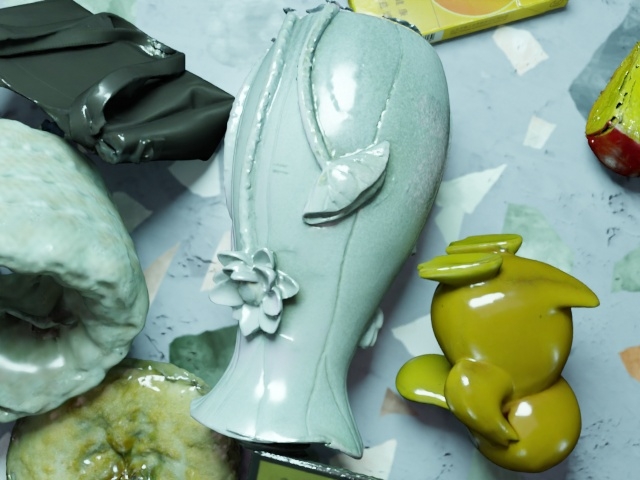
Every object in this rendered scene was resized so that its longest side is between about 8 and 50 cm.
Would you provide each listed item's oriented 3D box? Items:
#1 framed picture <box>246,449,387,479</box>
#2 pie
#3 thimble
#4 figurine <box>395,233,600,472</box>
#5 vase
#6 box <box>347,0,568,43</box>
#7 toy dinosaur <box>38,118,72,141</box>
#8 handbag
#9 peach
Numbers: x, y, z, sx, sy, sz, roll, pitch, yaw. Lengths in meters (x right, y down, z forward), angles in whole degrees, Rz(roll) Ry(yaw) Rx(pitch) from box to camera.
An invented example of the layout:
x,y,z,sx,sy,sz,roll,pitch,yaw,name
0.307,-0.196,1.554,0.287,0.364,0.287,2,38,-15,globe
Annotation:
x,y,z,sx,sy,sz,roll,pitch,yaw,name
0.027,0.361,0.660,0.244,0.013,0.324,13,113,4,framed picture
-0.222,0.258,0.749,0.274,0.055,0.274,0,80,2,pie
-0.334,0.040,0.668,0.291,0.291,0.195,-27,52,-4,thimble
0.189,0.117,0.696,0.215,0.215,0.228,12,111,3,figurine
0.000,0.000,0.705,0.250,0.250,0.445,12,81,3,vase
0.167,-0.338,0.851,0.269,0.043,0.152,-15,79,-2,box
-0.322,-0.139,0.834,0.047,0.030,0.083,35,83,6,toy dinosaur
-0.260,-0.179,0.734,0.285,0.257,0.113,31,114,5,handbag
0.381,-0.152,0.792,0.127,0.092,0.172,5,68,-3,peach
